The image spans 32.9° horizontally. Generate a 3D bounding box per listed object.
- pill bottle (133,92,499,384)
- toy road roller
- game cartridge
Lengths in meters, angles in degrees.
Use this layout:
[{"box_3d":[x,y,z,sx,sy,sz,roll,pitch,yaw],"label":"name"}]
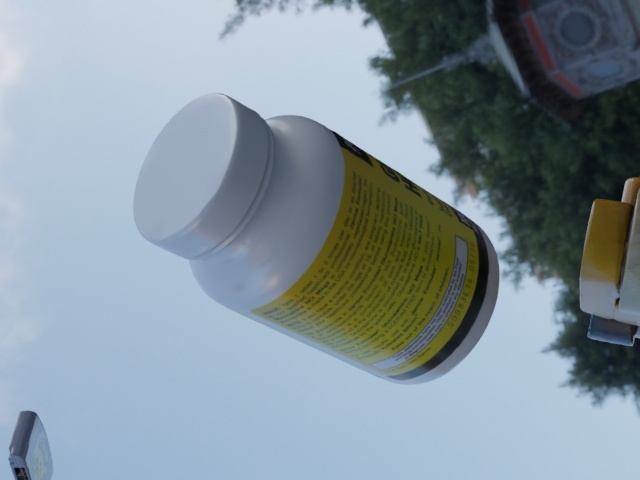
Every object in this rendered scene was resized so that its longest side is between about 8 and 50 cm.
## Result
[{"box_3d":[0.000,0.000,1.013,0.334,0.188,0.188,29,-126,-38],"label":"pill bottle"},{"box_3d":[0.378,-0.017,1.074,0.329,0.202,0.241,45,-123,-70],"label":"toy road roller"},{"box_3d":[-0.239,0.183,0.897,0.056,0.017,0.083,-94,2,-50],"label":"game cartridge"}]
